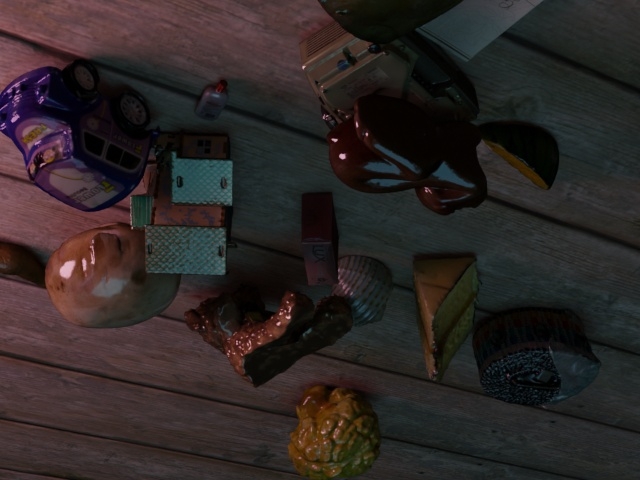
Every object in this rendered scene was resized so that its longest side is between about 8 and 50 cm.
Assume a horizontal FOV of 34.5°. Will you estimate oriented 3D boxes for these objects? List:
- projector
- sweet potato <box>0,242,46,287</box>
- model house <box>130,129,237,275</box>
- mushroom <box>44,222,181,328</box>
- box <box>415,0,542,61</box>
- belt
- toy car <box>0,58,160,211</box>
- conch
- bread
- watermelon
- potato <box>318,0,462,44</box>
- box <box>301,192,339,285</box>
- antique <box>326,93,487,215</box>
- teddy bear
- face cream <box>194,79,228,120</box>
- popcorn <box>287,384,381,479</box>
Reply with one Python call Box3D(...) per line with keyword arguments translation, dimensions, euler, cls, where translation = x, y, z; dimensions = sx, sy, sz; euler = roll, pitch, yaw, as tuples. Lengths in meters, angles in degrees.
Box3D(translation=(0.092, -0.223, 1.526), dimensions=(0.193, 0.088, 0.269), euler=(-27, 139, 29), cls="projector")
Box3D(translation=(-0.568, 0.047, 1.943), dimensions=(0.069, 0.059, 0.249), euler=(-3, 156, 40), cls="sweet potato")
Box3D(translation=(-0.224, -0.028, 1.702), dimensions=(0.178, 0.206, 0.271), euler=(2, 147, -5), cls="model house")
Box3D(translation=(-0.369, 0.059, 1.849), dimensions=(0.254, 0.184, 0.255), euler=(0, 143, 0), cls="mushroom")
Box3D(translation=(0.232, -0.332, 1.418), dimensions=(0.109, 0.029, 0.198), euler=(24, 138, -32), cls="box")
Box3D(translation=(0.456, 0.247, 2.184), dimensions=(0.257, 0.150, 0.207), euler=(5, 136, -11), cls="belt")
Box3D(translation=(-0.373, -0.150, 1.560), dimensions=(0.172, 0.158, 0.235), euler=(-26, 138, 33), cls="toy car")
Box3D(translation=(0.080, 0.105, 2.009), dimensions=(0.135, 0.102, 0.153), euler=(-33, 137, 16), cls="conch")
Box3D(translation=(0.241, 0.139, 2.048), dimensions=(0.178, 0.142, 0.266), euler=(-37, 151, -20), cls="bread")
Box3D(translation=(0.339, -0.127, 1.685), dimensions=(0.092, 0.075, 0.181), euler=(-20, 143, 32), cls="watermelon")
Box3D(translation=(0.145, -0.343, 1.227), dimensions=(0.255, 0.112, 0.269), euler=(-25, 173, 30), cls="potato")
Box3D(translation=(0.000, 0.000, 1.836), dimensions=(0.060, 0.111, 0.156), euler=(-4, 144, 5), cls="box")
Box3D(translation=(0.133, -0.112, 1.509), dimensions=(0.256, 0.121, 0.143), euler=(14, 145, -23), cls="antique")
Box3D(translation=(-0.103, 0.150, 2.007), dimensions=(0.246, 0.222, 0.296), euler=(15, 128, -44), cls="teddy bear")
Box3D(translation=(-0.164, -0.217, 1.587), dimensions=(0.040, 0.021, 0.083), euler=(15, 143, -22), cls="face cream")
Box3D(translation=(0.020, 0.456, 2.458), dimensions=(0.205, 0.251, 0.237), euler=(-10, 116, -28), cls="popcorn")
